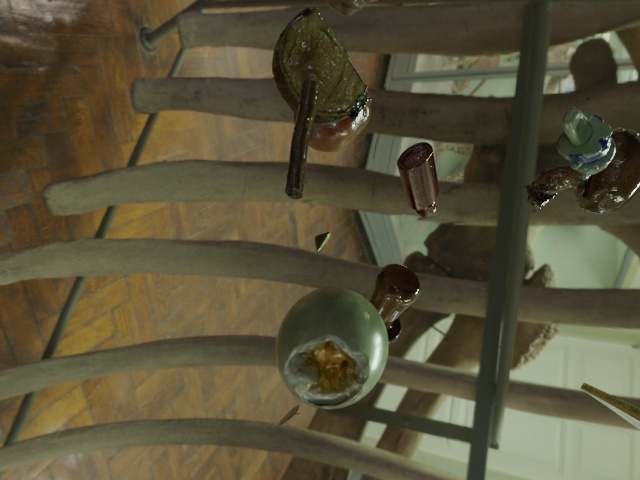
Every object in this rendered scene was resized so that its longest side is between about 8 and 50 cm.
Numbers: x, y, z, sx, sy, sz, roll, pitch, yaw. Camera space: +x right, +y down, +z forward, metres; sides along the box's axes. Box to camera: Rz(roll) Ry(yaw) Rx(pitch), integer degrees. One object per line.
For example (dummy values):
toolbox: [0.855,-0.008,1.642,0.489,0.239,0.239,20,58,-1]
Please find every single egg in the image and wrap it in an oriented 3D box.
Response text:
egg: [0.034,0.254,1.172,0.336,0.278,0.278,-62,151,-70]

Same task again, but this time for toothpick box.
toothpick box: [0.225,0.228,1.605,0.192,0.192,0.294,-48,165,-53]

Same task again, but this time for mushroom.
mushroom: [0.984,-0.256,1.685,0.331,0.356,0.334,-19,126,-45]

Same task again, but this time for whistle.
whistle: [0.551,-0.202,0.955,0.244,0.092,0.110,24,99,-47]

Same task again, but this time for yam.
yam: [-0.038,-0.223,0.981,0.045,0.045,0.327,127,-25,-52]

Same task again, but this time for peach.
peach: [0.038,-0.410,1.457,0.252,0.252,0.252,5,90,-66]

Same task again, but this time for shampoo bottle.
shampoo bottle: [0.275,-0.153,1.260,0.102,0.064,0.260,-40,147,-3]

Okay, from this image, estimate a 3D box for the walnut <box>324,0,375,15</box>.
walnut: [0.096,-0.825,1.404,0.248,0.248,0.248,5,90,-66]

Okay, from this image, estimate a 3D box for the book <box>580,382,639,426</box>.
book: [0.630,0.362,0.812,0.028,0.262,0.374,-57,161,1]

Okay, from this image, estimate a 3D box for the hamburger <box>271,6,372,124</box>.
hamburger: [-0.013,-0.433,1.223,0.309,0.211,0.132,57,13,-6]

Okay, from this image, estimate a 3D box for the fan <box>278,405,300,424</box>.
fan: [-0.062,0.392,1.050,0.003,0.080,0.060,52,27,0]

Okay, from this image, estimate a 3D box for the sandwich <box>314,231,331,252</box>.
sandwich: [0.000,0.000,1.654,0.083,0.044,0.031,-54,149,-4]
